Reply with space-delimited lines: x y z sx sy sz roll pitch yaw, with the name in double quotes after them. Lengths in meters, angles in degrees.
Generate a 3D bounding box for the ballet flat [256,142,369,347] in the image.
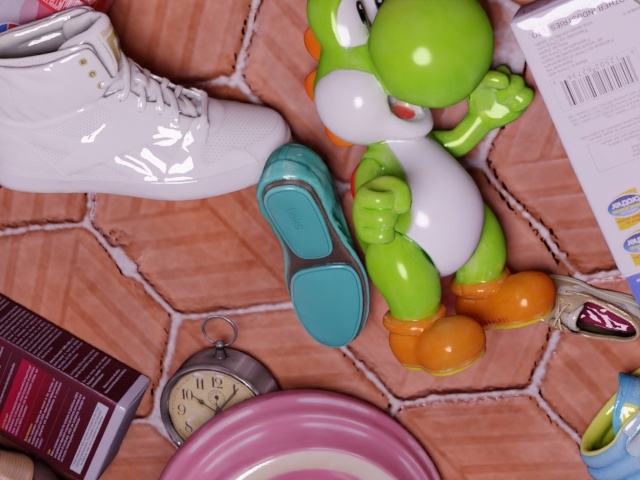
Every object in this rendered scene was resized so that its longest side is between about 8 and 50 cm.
0.000 0.000 1.250 0.083 0.087 0.247 -5 136 14 "ballet flat"

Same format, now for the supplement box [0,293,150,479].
-0.328 0.161 1.454 0.239 0.073 0.130 29 120 3 "supplement box"

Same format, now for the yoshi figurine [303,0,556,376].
0.104 -0.075 1.137 0.203 0.203 0.362 -20 100 7 "yoshi figurine"

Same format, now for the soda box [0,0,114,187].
-0.298 -0.170 1.276 0.083 0.092 0.263 36 120 -2 "soda box"

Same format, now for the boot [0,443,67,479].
-0.365 0.293 1.511 0.207 0.090 0.248 35 161 -27 "boot"

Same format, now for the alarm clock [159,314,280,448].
-0.105 0.163 1.384 0.129 0.064 0.192 8 119 15 "alarm clock"

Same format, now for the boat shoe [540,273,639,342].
0.246 0.067 1.230 0.135 0.045 0.050 8 116 15 "boat shoe"

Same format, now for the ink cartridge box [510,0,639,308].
0.314 -0.094 1.122 0.185 0.065 0.311 -20 104 25 "ink cartridge box"

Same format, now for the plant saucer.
-0.019 0.324 1.331 0.332 0.084 0.332 -1 99 -9 "plant saucer"

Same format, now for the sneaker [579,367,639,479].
0.389 0.190 1.195 0.319 0.127 0.208 -27 105 26 "sneaker"

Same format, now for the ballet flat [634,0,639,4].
0.318 -0.188 1.001 0.248 0.086 0.086 31 120 3 "ballet flat"

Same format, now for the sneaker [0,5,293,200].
-0.170 -0.131 1.186 0.292 0.108 0.169 -3 133 -6 "sneaker"
